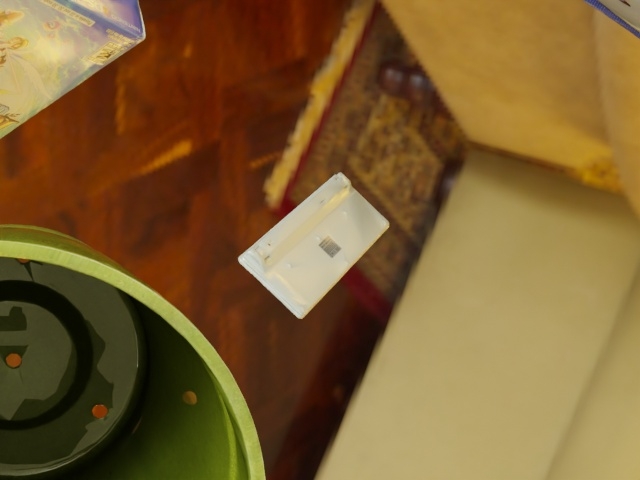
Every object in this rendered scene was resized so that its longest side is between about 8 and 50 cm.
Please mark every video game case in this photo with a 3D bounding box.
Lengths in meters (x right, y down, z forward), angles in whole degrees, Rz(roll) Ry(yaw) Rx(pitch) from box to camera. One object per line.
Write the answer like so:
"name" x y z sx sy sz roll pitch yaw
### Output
"video game case" -0.344 -0.195 1.482 0.269 0.244 0.061 23 46 -50

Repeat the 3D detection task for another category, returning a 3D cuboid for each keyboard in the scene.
"keyboard" 0.000 0.000 1.399 0.014 0.072 0.256 -41 -179 26

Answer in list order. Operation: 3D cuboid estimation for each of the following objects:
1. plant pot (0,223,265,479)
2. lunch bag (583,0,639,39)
"plant pot" -0.243 0.137 1.205 0.353 0.367 0.366 -122 -139 -74
"lunch bag" 0.413 -0.230 1.156 0.328 0.385 0.239 -55 171 -2
